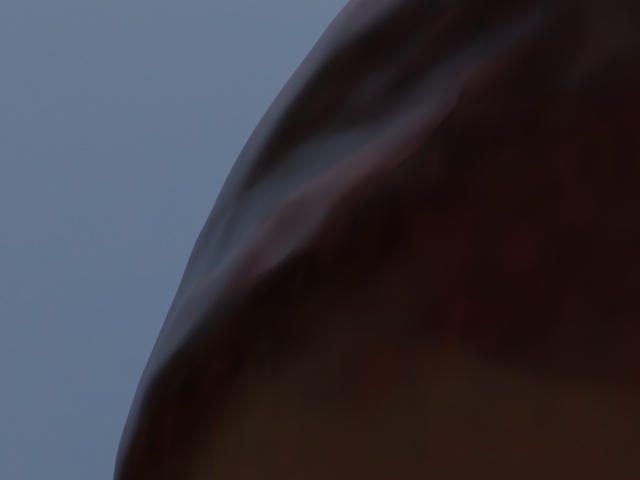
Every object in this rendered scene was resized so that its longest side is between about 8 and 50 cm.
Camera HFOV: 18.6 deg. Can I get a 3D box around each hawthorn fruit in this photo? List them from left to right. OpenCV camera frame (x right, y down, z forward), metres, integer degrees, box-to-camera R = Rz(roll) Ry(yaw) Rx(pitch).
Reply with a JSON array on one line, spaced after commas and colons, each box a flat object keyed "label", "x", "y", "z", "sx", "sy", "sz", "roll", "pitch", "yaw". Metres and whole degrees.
[{"label": "hawthorn fruit", "x": 0.111, "y": 0.033, "z": 0.484, "sx": 0.308, "sy": 0.308, "sz": 0.325, "roll": 30, "pitch": -91, "yaw": 8}]
